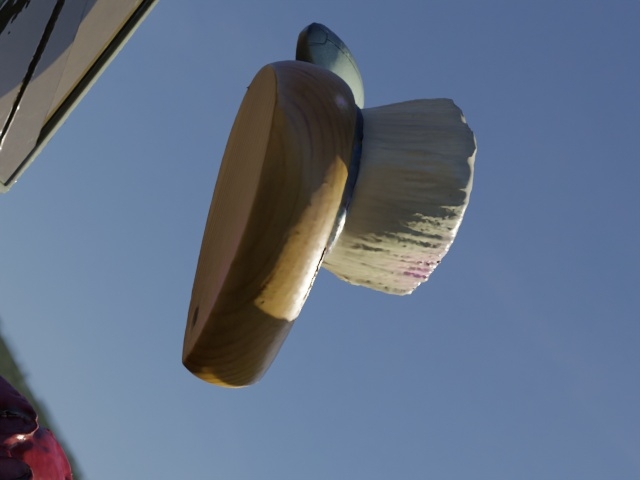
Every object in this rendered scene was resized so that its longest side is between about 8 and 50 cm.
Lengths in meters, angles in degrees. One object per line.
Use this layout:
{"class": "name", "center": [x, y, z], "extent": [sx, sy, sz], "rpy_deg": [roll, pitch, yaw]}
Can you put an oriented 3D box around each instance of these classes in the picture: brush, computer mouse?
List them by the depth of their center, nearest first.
{"class": "brush", "center": [0.000, 0.000, 1.500], "extent": [0.174, 0.166, 0.266], "rpy_deg": [-124, -128, -70]}
{"class": "computer mouse", "center": [0.017, -0.147, 2.209], "extent": [0.113, 0.068, 0.229], "rpy_deg": [-78, 165, -45]}

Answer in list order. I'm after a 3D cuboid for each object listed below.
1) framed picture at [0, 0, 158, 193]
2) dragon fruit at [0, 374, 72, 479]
{"class": "framed picture", "center": [-0.198, -0.165, 1.469], "extent": [0.023, 0.260, 0.189], "rpy_deg": [36, -6, 20]}
{"class": "dragon fruit", "center": [-0.295, 0.200, 1.557], "extent": [0.233, 0.234, 0.293], "rpy_deg": [60, 24, 9]}
